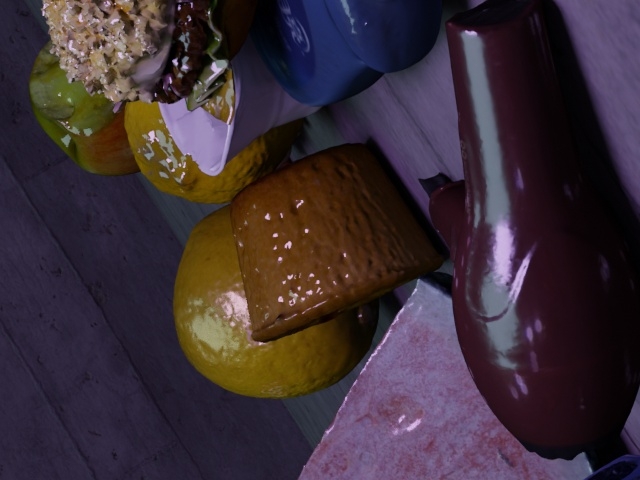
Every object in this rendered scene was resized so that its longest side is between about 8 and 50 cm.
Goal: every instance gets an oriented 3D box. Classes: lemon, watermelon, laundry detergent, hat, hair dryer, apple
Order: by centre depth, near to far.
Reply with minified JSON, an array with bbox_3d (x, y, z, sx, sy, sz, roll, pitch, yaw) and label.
[{"bbox_3d":[0.016,-0.178,0.877,0.290,0.094,0.143,175,76,-78],"label":"laundry detergent"},{"bbox_3d":[0.114,-0.038,0.906,0.340,0.123,0.313,-121,14,-68],"label":"hair dryer"},{"bbox_3d":[-0.062,-0.166,1.105,0.203,0.126,0.203,39,135,54],"label":"hat"},{"bbox_3d":[0.091,0.157,1.134,0.283,0.292,0.251,155,113,-80],"label":"watermelon"},{"bbox_3d":[-0.105,-0.128,1.261,0.180,0.193,0.180,11,163,3],"label":"lemon"},{"bbox_3d":[-0.038,0.070,1.478,0.219,0.240,0.240,7,142,23],"label":"lemon"},{"bbox_3d":[-0.290,-0.215,1.775,0.246,0.226,0.246,52,167,17],"label":"apple"}]

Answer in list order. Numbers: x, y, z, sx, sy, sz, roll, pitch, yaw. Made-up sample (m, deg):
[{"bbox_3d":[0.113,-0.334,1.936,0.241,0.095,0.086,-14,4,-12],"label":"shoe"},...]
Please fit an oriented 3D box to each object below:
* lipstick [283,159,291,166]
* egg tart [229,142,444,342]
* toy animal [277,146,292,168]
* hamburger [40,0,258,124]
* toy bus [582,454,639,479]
[{"bbox_3d":[-0.068,-0.113,1.568,0.131,0.038,0.038,61,169,-12],"label":"lipstick"},{"bbox_3d":[0.000,0.000,1.211,0.202,0.202,0.147,137,110,-79],"label":"egg tart"},{"bbox_3d":[-0.065,-0.125,1.452,0.083,0.089,0.150,37,164,2],"label":"toy animal"},{"bbox_3d":[-0.135,-0.218,0.939,0.243,0.138,0.262,-132,43,-51],"label":"hamburger"},{"bbox_3d":[0.253,0.222,0.862,0.133,0.125,0.292,58,170,2],"label":"toy bus"}]
